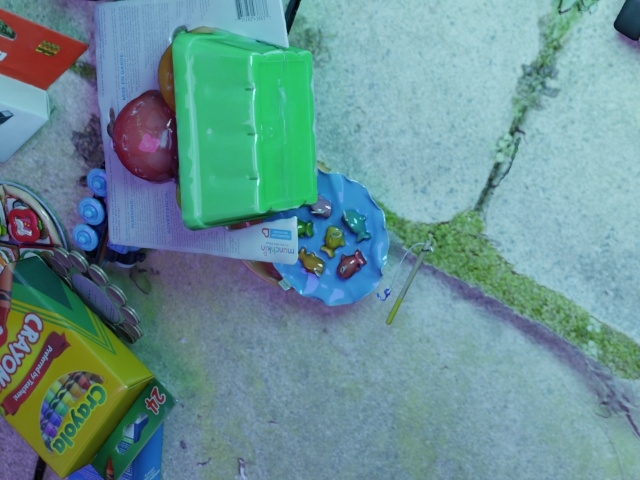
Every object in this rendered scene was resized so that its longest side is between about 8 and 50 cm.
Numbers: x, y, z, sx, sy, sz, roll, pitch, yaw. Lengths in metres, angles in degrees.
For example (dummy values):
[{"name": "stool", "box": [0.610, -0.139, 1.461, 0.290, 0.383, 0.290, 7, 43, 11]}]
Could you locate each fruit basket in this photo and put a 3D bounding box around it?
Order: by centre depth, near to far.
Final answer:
[{"name": "fruit basket", "box": [-0.157, -0.143, 1.504, 0.353, 0.165, 0.327, 6, 102, 47]}]

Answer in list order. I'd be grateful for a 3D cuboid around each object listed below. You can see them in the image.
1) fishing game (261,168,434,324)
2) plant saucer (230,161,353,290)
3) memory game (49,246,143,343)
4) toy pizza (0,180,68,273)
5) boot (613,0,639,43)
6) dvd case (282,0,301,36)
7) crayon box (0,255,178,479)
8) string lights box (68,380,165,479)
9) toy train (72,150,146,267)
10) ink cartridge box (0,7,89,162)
[{"name": "fishing game", "box": [0.000, 0.000, 1.525, 0.264, 0.041, 0.189, 36, 122, 11]}, {"name": "plant saucer", "box": [-0.041, -0.031, 1.581, 0.200, 0.037, 0.200, 12, 117, 24]}, {"name": "memory game", "box": [-0.330, 0.082, 1.766, 0.186, 0.012, 0.186, 32, 149, 22]}, {"name": "toy pizza", "box": [-0.474, 0.005, 1.847, 0.201, 0.032, 0.201, 12, 118, 24]}, {"name": "boot", "box": [0.407, -0.266, 1.189, 0.176, 0.088, 0.244, 43, 130, 7]}, {"name": "dvd case", "box": [-0.087, -0.369, 1.458, 0.180, 0.022, 0.253, 32, 124, 13]}, {"name": "crayon box", "box": [-0.385, 0.203, 1.773, 0.318, 0.081, 0.202, 42, 112, 13]}, {"name": "string lights box", "box": [-0.324, 0.326, 1.883, 0.133, 0.077, 0.259, 19, 120, 22]}, {"name": "toy train", "box": [-0.283, -0.038, 1.691, 0.105, 0.080, 0.184, 28, 123, 9]}, {"name": "ink cartridge box", "box": [-0.489, -0.225, 1.622, 0.239, 0.275, 0.060, -35, 51, 36]}]
